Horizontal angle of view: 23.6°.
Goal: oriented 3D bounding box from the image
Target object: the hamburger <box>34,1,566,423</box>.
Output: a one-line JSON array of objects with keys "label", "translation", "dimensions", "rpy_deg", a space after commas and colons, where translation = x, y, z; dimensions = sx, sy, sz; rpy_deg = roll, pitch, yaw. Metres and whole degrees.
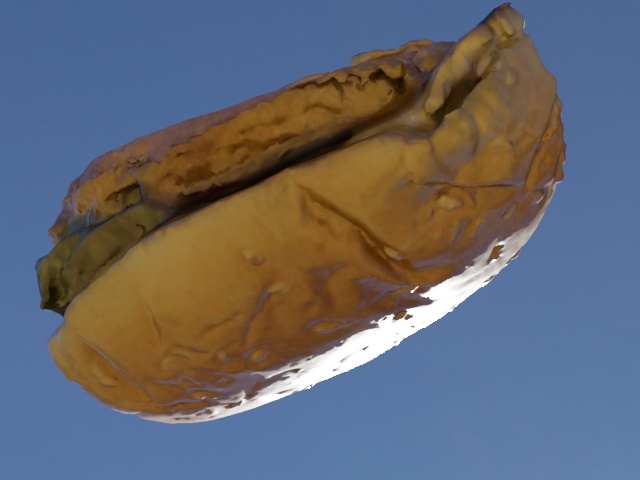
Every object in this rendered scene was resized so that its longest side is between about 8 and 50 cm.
[{"label": "hamburger", "translation": [0.000, 0.000, 0.625], "dimensions": [0.207, 0.155, 0.135], "rpy_deg": [-18, -82, 36]}]
